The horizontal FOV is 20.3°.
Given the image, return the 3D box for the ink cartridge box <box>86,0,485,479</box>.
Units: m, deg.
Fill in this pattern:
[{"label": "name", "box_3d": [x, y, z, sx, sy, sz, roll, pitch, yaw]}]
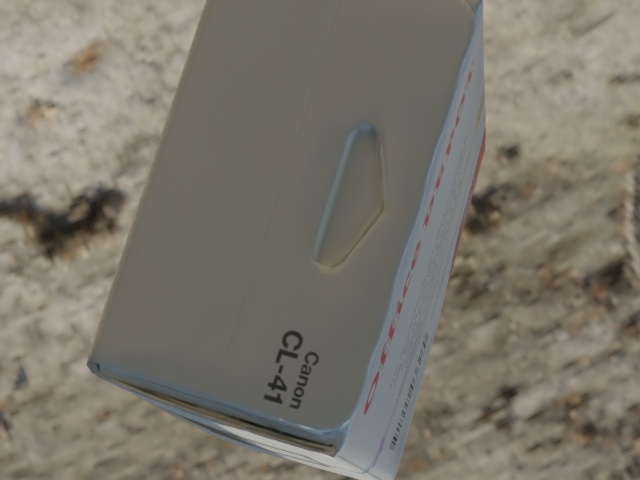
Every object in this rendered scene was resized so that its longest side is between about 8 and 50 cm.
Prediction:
[{"label": "ink cartridge box", "box_3d": [0.000, 0.000, 0.936, 0.131, 0.226, 0.306, 16, 171, 10]}]
